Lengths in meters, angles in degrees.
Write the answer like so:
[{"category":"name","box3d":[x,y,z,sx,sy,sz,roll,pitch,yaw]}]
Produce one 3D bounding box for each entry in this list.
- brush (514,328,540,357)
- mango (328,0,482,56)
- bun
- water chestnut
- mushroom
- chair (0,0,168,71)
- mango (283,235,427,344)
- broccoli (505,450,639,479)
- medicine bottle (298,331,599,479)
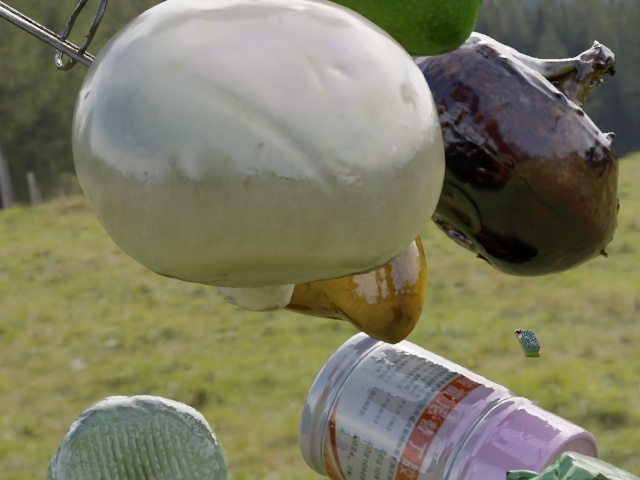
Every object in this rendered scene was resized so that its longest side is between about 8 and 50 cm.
[{"category":"brush","box3d":[0.243,0.115,1.767,0.018,0.021,0.083,1,16,-4]},{"category":"mango","box3d":[-0.005,-0.276,1.241,0.201,0.225,0.382,-4,39,-45]},{"category":"bun","box3d":[-0.219,0.286,1.786,0.212,0.204,0.126,5,-6,-9]},{"category":"water chestnut","box3d":[0.250,-0.125,1.861,0.302,0.350,0.350,-49,3,4]},{"category":"mushroom","box3d":[-0.039,-0.050,0.980,0.246,0.202,0.246,1,33,0]},{"category":"chair","box3d":[-0.220,-0.184,1.165,0.221,0.104,0.095,27,32,-22]},{"category":"mango","box3d":[0.002,0.000,1.586,0.295,0.177,0.120,27,12,28]},{"category":"broccoli","box3d":[0.172,0.278,1.185,0.269,0.242,0.261,22,11,-12]},{"category":"medicine bottle","box3d":[0.152,0.254,1.808,0.316,0.202,0.202,23,22,32]}]
